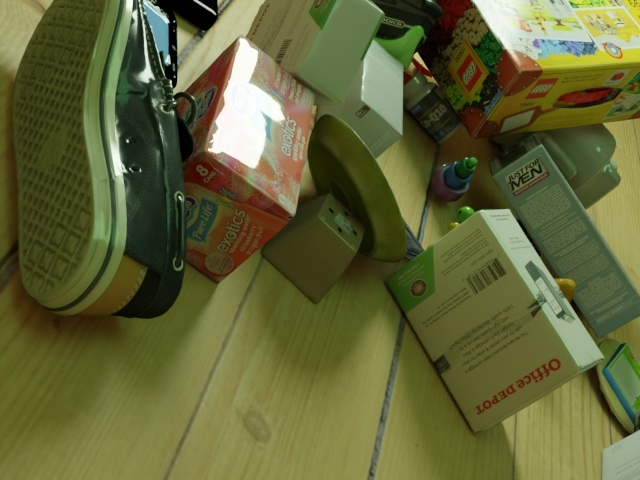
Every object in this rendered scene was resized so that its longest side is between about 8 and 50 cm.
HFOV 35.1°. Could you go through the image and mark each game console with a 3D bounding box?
[{"bbox_3d":[-0.243,-0.350,1.517,0.213,0.044,0.361,29,37,-33],"label":"game console"}]

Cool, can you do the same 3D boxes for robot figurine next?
[{"bbox_3d":[0.508,-0.233,2.241,0.353,0.200,0.300,44,21,-12],"label":"robot figurine"}]

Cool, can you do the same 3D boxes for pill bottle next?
[{"bbox_3d":[0.219,-0.264,2.009,0.137,0.078,0.078,47,30,-6],"label":"pill bottle"}]

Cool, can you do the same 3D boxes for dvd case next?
[{"bbox_3d":[0.105,-0.039,1.598,0.164,0.018,0.221,58,10,13],"label":"dvd case"}]

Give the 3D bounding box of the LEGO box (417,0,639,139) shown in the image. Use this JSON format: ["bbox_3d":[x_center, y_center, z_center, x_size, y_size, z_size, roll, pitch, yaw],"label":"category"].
[{"bbox_3d":[0.448,-0.424,2.064,0.500,0.193,0.372,-10,60,-33],"label":"LEGO box"}]

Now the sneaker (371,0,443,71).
[{"bbox_3d":[0.124,-0.529,1.957,0.185,0.202,0.482,21,40,-43],"label":"sneaker"}]

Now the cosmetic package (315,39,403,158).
[{"bbox_3d":[0.067,-0.232,1.722,0.107,0.127,0.238,35,35,-24],"label":"cosmetic package"}]

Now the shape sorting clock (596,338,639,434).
[{"bbox_3d":[0.585,0.285,1.929,0.206,0.040,0.206,26,49,-33],"label":"shape sorting clock"}]

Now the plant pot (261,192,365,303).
[{"bbox_3d":[0.000,0.000,1.403,0.109,0.096,0.109,43,30,-12],"label":"plant pot"}]

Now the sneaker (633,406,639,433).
[{"bbox_3d":[0.657,0.409,1.857,0.267,0.101,0.106,58,18,-3],"label":"sneaker"}]

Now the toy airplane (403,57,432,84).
[{"bbox_3d":[0.203,-0.334,2.115,0.151,0.028,0.151,33,34,-26],"label":"toy airplane"}]

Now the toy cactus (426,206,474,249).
[{"bbox_3d":[0.258,0.060,1.693,0.180,0.112,0.219,43,25,-67],"label":"toy cactus"}]

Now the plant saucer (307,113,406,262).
[{"bbox_3d":[0.043,-0.067,1.470,0.037,0.241,0.241,-28,76,-15],"label":"plant saucer"}]

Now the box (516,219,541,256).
[{"bbox_3d":[0.365,0.010,1.917,0.052,0.062,0.083,1,56,-55],"label":"box"}]

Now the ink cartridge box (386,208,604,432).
[{"bbox_3d":[0.258,0.119,1.516,0.115,0.198,0.272,-5,61,-57],"label":"ink cartridge box"}]

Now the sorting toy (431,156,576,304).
[{"bbox_3d":[0.339,-0.002,1.794,0.127,0.126,0.365,-29,80,-30],"label":"sorting toy"}]

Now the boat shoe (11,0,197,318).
[{"bbox_3d":[-0.239,-0.125,1.147,0.156,0.187,0.500,27,42,-43],"label":"boat shoe"}]

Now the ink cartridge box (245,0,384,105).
[{"bbox_3d":[-0.028,-0.289,1.522,0.093,0.219,0.160,31,78,-31],"label":"ink cartridge box"}]

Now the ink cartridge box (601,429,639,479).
[{"bbox_3d":[0.594,0.380,1.568,0.130,0.309,0.272,46,31,-8],"label":"ink cartridge box"}]

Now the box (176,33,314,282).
[{"bbox_3d":[-0.116,-0.114,1.316,0.142,0.154,0.300,37,33,-22],"label":"box"}]

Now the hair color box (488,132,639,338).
[{"bbox_3d":[0.472,-0.014,1.952,0.374,0.114,0.185,56,13,-7],"label":"hair color box"}]
